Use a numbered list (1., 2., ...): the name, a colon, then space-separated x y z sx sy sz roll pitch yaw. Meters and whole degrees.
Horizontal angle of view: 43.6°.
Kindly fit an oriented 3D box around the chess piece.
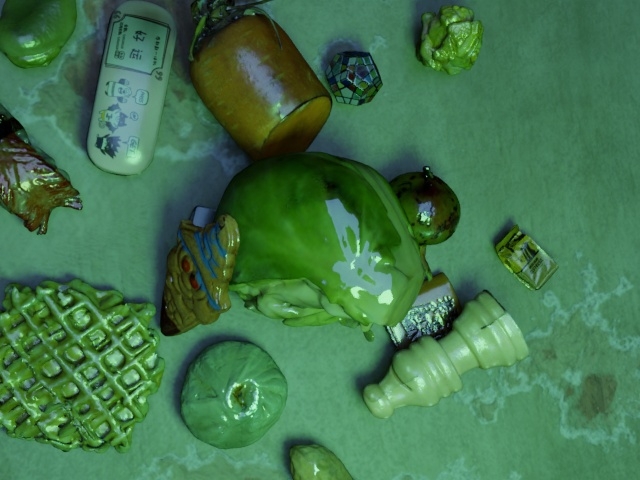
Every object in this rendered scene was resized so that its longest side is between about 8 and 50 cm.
1. chess piece: 0.221 0.234 1.484 0.307 0.124 0.138 -32 125 -7

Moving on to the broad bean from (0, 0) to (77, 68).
1. broad bean: -0.491 -0.380 1.383 0.124 0.082 0.174 27 83 -9

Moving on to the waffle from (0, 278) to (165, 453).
1. waffle: -0.429 0.215 1.374 0.317 0.073 0.297 12 85 -13

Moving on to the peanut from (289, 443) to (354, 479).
1. peanut: 0.036 0.470 1.461 0.263 0.117 0.101 51 56 -4

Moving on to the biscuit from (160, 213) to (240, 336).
1. biscuit: -0.213 0.065 1.350 0.043 0.280 0.183 3 45 -45

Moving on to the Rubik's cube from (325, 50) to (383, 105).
1. Rubik's cube: 0.064 -0.307 1.513 0.111 0.111 0.093 34 53 -10

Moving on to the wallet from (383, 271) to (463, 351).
1. wallet: 0.215 0.177 1.553 0.161 0.042 0.195 -25 94 -14

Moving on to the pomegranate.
1. pomegranate: 0.182 -0.026 1.503 0.156 0.156 0.220 5 90 -14

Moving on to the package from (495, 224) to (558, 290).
1. package: 0.408 0.034 1.607 0.131 0.047 0.071 42 81 -7

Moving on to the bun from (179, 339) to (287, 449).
1. bun: -0.155 0.276 1.419 0.196 0.118 0.195 0 91 -13

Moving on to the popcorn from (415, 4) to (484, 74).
1. popcorn: 0.248 -0.385 1.538 0.126 0.145 0.125 -3 94 -7

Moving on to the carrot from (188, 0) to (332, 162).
1. carrot: -0.123 -0.293 1.409 0.193 0.214 0.331 -38 93 -15

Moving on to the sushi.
1. sushi: -0.546 -0.157 1.343 0.124 0.130 0.332 -41 92 -8

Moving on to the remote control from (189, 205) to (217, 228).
1. remote control: -0.233 0.042 1.456 0.059 0.028 0.212 19 83 -16

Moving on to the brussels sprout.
1. brussels sprout: 0.000 0.000 1.372 0.371 0.276 0.314 20 84 14

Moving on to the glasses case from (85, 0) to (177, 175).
1. glasses case: -0.335 -0.270 1.420 0.122 0.075 0.314 12 84 -16
